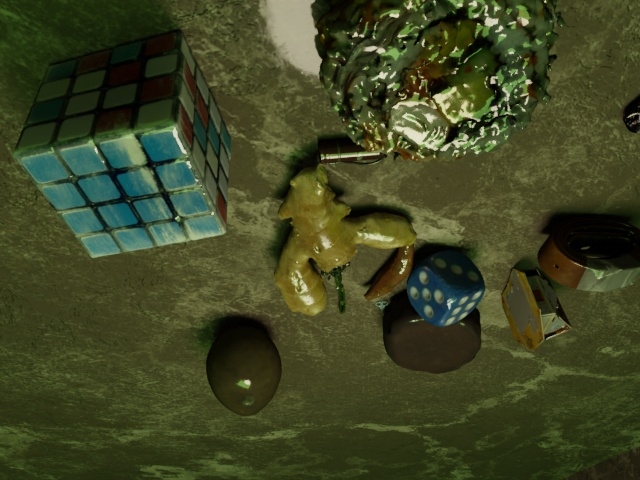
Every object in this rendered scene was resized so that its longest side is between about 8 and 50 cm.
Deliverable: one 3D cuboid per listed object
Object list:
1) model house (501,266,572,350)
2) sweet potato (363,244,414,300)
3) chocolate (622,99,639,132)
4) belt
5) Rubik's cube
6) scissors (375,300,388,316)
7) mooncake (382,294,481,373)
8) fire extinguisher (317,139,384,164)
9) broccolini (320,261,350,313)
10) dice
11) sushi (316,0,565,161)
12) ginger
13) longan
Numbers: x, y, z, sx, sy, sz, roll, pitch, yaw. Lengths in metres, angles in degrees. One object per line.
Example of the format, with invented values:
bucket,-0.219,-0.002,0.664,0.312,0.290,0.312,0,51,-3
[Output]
model house,0.595,0.183,1.509,0.135,0.219,0.207,-8,141,-6
sweet potato,0.189,0.070,1.445,0.078,0.058,0.255,23,131,-2
chocolate,0.646,-0.264,1.103,0.072,0.070,0.147,23,139,9
belt,0.659,0.032,1.356,0.261,0.184,0.105,3,138,-10
Rubik's cube,-0.311,-0.157,0.965,0.256,0.254,0.259,-11,138,5
scissors,0.178,0.197,1.629,0.036,0.006,0.083,-7,140,5
mooncake,0.313,0.249,1.604,0.282,0.141,0.283,2,134,2
fire extinguisher,0.074,-0.178,1.149,0.157,0.045,0.078,-6,150,-1
broccolini,0.047,0.127,1.498,0.071,0.057,0.254,28,147,30
dice,0.314,0.119,1.425,0.146,0.146,0.143,-14,143,-32
sushi,0.195,-0.289,0.928,0.417,0.176,0.418,-3,140,-3
ginger,-0.012,-0.003,1.290,0.363,0.122,0.348,-32,127,24
longan,-0.215,0.366,1.594,0.248,0.248,0.248,-3,140,-3
